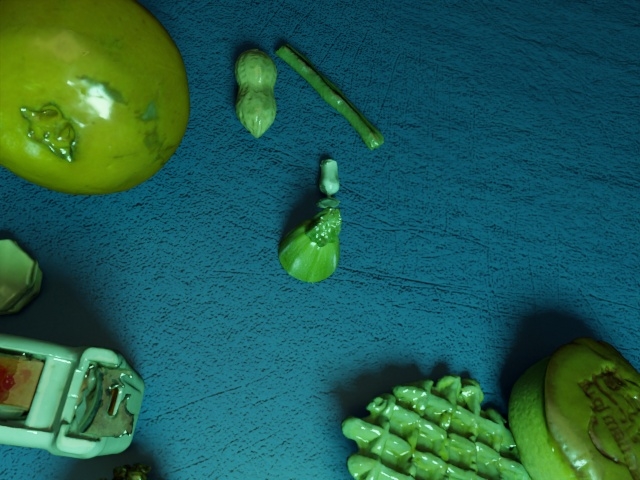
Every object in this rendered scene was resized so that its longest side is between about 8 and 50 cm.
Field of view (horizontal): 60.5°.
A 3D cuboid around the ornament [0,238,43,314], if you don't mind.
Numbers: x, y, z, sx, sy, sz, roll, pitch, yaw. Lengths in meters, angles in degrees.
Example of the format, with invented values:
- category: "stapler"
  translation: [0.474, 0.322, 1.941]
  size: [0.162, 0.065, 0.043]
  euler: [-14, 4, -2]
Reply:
- category: "ornament"
  translation: [-0.525, 0.065, 0.782]
  size: [0.180, 0.059, 0.201]
  euler: [39, 65, 7]

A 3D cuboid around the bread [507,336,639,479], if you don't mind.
- category: "bread"
  translation: [0.399, 0.279, 0.785]
  size: [0.270, 0.148, 0.269]
  euler: [16, 51, -21]

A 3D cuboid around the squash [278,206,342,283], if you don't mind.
- category: "squash"
  translation: [-0.007, -0.001, 0.857]
  size: [0.105, 0.132, 0.105]
  euler: [4, 66, -10]

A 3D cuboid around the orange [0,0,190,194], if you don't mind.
- category: "orange"
  translation: [-0.343, -0.216, 0.790]
  size: [0.312, 0.312, 0.312]
  euler: [4, 68, -9]

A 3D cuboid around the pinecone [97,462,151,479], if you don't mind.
- category: "pinecone"
  translation: [-0.238, 0.359, 0.669]
  size: [0.174, 0.173, 0.173]
  euler: [4, 68, -9]

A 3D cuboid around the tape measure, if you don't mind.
- category: "tape measure"
  translation: [-0.334, 0.182, 0.657]
  size: [0.265, 0.258, 0.130]
  euler: [12, 69, -6]

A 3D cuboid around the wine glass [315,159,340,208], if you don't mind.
- category: "wine glass"
  translation: [0.012, -0.099, 0.953]
  size: [0.039, 0.042, 0.083]
  euler: [23, 56, -43]

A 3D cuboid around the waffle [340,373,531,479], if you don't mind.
- category: "waffle"
  translation: [0.183, 0.329, 0.752]
  size: [0.309, 0.056, 0.291]
  euler: [-6, 59, -36]

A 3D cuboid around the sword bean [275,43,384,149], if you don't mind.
- category: "sword bean"
  translation: [0.020, -0.269, 1.019]
  size: [0.043, 0.038, 0.269]
  euler: [-39, 81, -27]

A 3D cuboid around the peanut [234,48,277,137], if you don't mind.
- category: "peanut"
  translation: [-0.113, -0.263, 0.968]
  size: [0.082, 0.082, 0.187]
  euler: [2, 68, -9]
